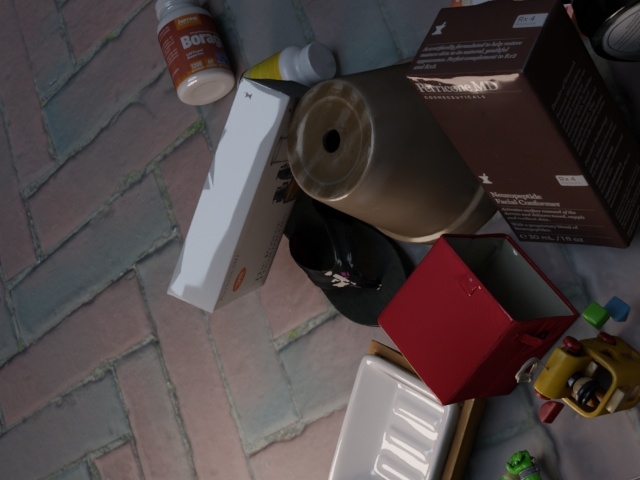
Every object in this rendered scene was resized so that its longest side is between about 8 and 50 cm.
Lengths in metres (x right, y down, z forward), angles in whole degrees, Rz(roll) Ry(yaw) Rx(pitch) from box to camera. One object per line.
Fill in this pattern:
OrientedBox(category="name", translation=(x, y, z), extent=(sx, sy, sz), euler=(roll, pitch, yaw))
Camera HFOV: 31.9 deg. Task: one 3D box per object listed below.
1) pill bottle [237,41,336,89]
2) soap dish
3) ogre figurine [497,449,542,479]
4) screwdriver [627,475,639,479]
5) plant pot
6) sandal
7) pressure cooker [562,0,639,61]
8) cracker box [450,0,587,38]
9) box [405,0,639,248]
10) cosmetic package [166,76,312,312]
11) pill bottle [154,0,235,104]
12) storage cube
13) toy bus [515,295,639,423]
OrientedBox(category="pill bottle", translation=(-0.062, -0.301, 2.086), extent=(0.184, 0.103, 0.103), euler=(-21, 76, 42))
OrientedBox(category="soap dish", translation=(0.146, 0.342, 1.882), extent=(0.229, 0.118, 0.291), euler=(26, 107, 40))
OrientedBox(category="ogre figurine", translation=(0.306, 0.438, 1.751), extent=(0.197, 0.097, 0.118), euler=(-54, 44, 16))
OrientedBox(category="screwdriver", translation=(0.467, 0.347, 1.650), extent=(0.170, 0.024, 0.025), euler=(-29, 100, 41))
OrientedBox(category="plant pot", translation=(0.105, -0.152, 1.813), extent=(0.323, 0.280, 0.323), euler=(0, 90, 44))
OrientedBox(category="sandal", translation=(-0.002, 0.001, 2.027), extent=(0.446, 0.107, 0.167), euler=(46, 119, 34))
OrientedBox(category="pressure cooker", translation=(0.477, -0.411, 1.407), extent=(0.375, 0.370, 0.420), euler=(-21, 77, 34))
OrientedBox(category="cracker box", translation=(0.327, -0.416, 1.749), extent=(0.232, 0.067, 0.155), euler=(23, 106, 40))
OrientedBox(category="box", translation=(0.303, -0.153, 1.559), extent=(0.191, 0.381, 0.143), euler=(5, 55, 43))
OrientedBox(category="cosmetic package", translation=(-0.114, -0.085, 1.909), extent=(0.097, 0.284, 0.377), euler=(23, 103, 13))
OrientedBox(category="pill bottle", translation=(-0.260, -0.392, 2.259), extent=(0.121, 0.121, 0.216), euler=(-35, 67, 37))
OrientedBox(category="storage cube", translation=(0.243, 0.122, 1.747), extent=(0.215, 0.184, 0.193), euler=(53, 123, 29))
OrientedBox(category="toy bus", translation=(0.394, 0.202, 1.609), extent=(0.202, 0.191, 0.104), euler=(-39, 54, -14))
